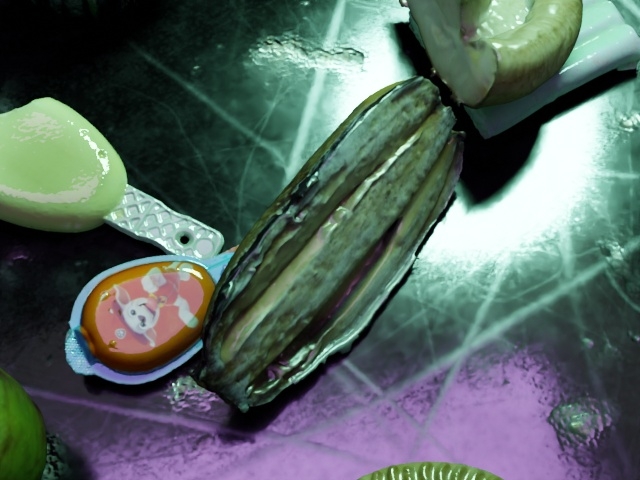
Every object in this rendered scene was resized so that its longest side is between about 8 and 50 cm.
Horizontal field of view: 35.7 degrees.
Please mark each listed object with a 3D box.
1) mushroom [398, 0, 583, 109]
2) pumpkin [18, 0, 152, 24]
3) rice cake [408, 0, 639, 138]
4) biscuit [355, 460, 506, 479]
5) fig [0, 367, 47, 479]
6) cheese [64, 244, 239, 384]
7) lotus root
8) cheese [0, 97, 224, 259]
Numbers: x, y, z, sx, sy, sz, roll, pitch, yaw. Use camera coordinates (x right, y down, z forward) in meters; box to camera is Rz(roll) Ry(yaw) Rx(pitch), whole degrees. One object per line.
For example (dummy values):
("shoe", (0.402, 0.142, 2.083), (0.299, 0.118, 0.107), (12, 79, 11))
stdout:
("mushroom", (0.165, -0.260, 0.932), (0.151, 0.156, 0.285), (-11, 74, -16))
("pumpkin", (-0.236, -0.315, 1.013), (0.202, 0.140, 0.202), (0, 65, 1))
("rice cake", (0.206, -0.209, 1.000), (0.198, 0.037, 0.189), (-23, 64, -10))
("biscuit", (0.079, 0.292, 0.720), (0.259, 0.079, 0.259), (0, 62, 0))
("fig", (-0.301, 0.160, 0.750), (0.181, 0.181, 0.191), (14, 88, 9))
("cheese", (-0.106, 0.044, 0.875), (0.256, 0.037, 0.106), (-26, 80, -16))
("lotus root", (-0.001, 0.001, 0.852), (0.078, 0.167, 0.329), (20, 59, 45))
("cheese", (-0.207, -0.045, 0.922), (0.255, 0.050, 0.127), (25, 67, 4))
